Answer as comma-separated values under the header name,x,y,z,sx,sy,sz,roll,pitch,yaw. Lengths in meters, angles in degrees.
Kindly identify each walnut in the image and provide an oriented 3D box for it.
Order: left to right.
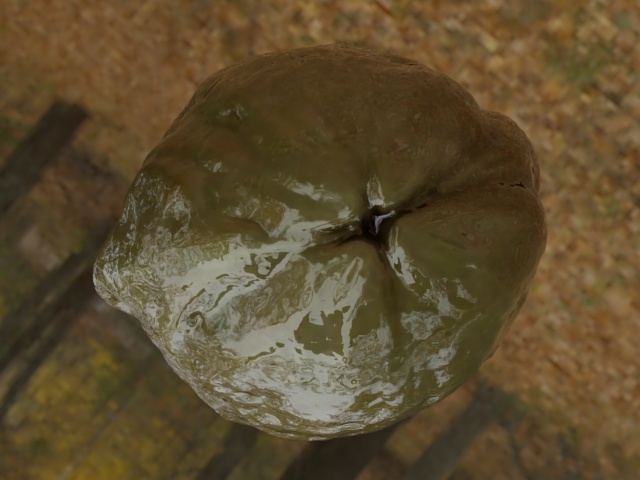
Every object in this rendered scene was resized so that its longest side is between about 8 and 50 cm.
name,x,y,z,sx,sy,sz,roll,pitch,yaw
walnut,0.000,0.000,0.918,0.283,0.283,0.227,151,102,-85
